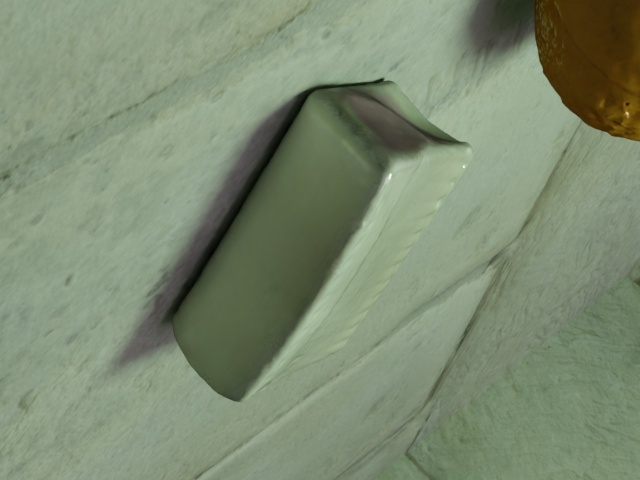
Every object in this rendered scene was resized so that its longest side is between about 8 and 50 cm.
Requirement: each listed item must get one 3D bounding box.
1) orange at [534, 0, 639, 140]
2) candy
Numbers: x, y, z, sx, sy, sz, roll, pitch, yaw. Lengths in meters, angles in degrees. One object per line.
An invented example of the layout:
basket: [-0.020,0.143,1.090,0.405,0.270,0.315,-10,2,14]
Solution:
orange: [0.411,-0.287,1.876,0.340,0.293,0.340,-28,167,-7]
candy: [-0.003,-0.001,1.771,0.208,0.145,0.359,-21,149,-56]
